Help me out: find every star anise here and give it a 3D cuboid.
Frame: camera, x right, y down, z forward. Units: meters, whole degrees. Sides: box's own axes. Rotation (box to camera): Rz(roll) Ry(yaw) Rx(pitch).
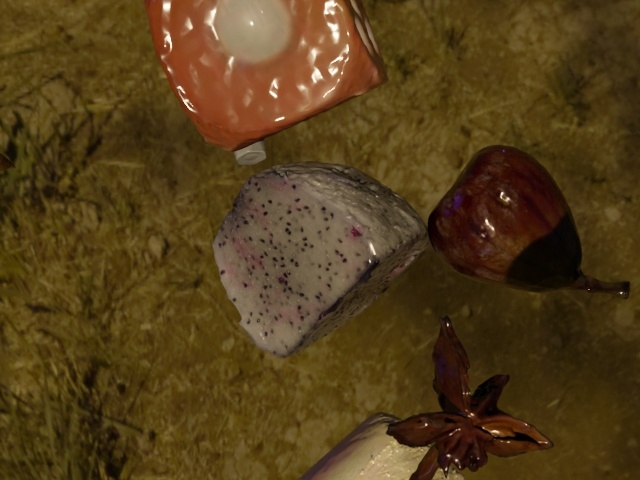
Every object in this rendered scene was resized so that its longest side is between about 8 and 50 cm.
[{"bbox_3d":[0.118,0.185,0.757,0.158,0.144,0.140,44,56,3],"label":"star anise"}]

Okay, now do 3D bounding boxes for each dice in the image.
[{"bbox_3d":[-0.047,-0.193,0.738,0.174,0.179,0.175,-23,99,12],"label":"dice"}]

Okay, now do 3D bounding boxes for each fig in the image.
[{"bbox_3d":[0.269,0.003,0.985,0.274,0.145,0.170,32,74,-8],"label":"fig"}]

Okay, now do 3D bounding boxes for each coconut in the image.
[{"bbox_3d":[0.100,0.497,1.405,0.297,0.297,0.309,41,73,17],"label":"coconut"}]

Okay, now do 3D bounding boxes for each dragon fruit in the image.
[{"bbox_3d":[0.000,0.000,1.105,0.221,0.283,0.204,47,37,10],"label":"dragon fruit"}]

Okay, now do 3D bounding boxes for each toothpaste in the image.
[{"bbox_3d":[-0.104,-0.188,0.977,0.067,0.043,0.195,4,65,-45],"label":"toothpaste"}]

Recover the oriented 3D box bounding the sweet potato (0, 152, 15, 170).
[{"bbox_3d":[-0.585,-0.146,1.170,0.273,0.067,0.067,19,49,-35],"label":"sweet potato"}]
